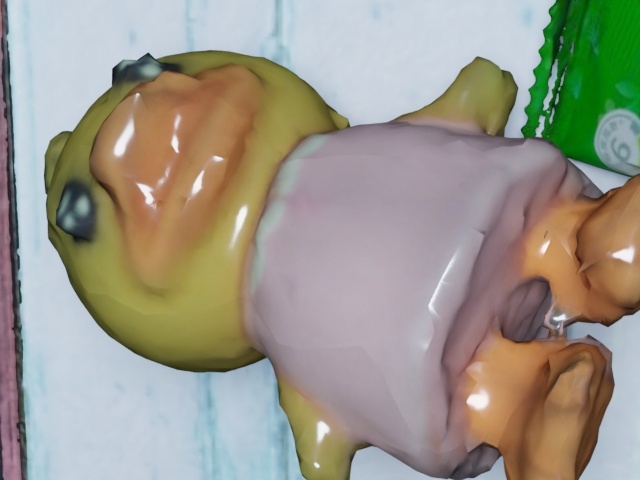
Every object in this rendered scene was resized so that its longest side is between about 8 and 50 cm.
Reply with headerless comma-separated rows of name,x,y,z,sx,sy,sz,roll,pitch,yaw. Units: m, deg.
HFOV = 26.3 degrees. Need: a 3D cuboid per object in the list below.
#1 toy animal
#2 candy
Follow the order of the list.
toy animal,-0.001,0.001,0.586,0.281,0.169,0.195,20,74,14
candy,0.183,-0.065,0.545,0.203,0.078,0.141,26,109,19
